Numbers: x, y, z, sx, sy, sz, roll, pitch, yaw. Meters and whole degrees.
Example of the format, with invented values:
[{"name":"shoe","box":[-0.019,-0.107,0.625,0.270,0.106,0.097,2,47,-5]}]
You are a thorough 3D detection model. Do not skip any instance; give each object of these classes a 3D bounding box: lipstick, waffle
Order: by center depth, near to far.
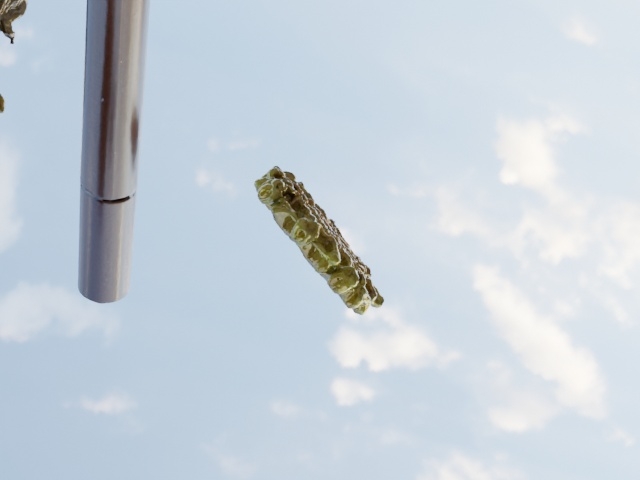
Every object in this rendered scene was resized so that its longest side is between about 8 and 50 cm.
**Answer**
[{"name":"lipstick","box":[-0.192,-0.093,0.994,0.057,0.357,0.057,7,-144,-5]},{"name":"waffle","box":[-0.003,-0.003,1.106,0.191,0.038,0.191,51,-174,-8]}]

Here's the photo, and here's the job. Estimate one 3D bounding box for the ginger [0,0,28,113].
[{"name":"ginger","box":[-0.384,-0.282,1.219,0.166,0.080,0.333,10,-112,-7]}]
